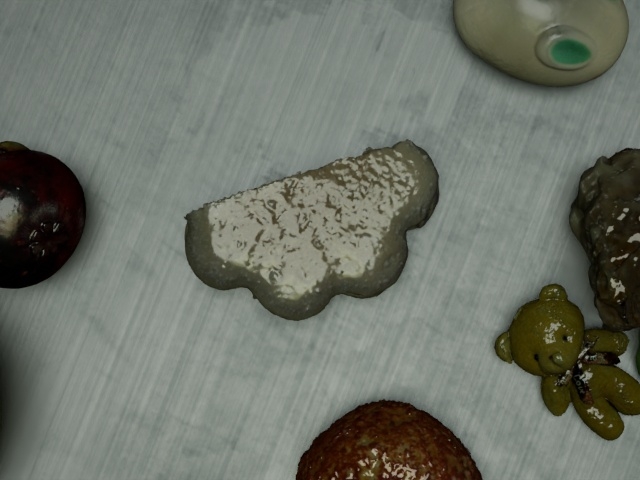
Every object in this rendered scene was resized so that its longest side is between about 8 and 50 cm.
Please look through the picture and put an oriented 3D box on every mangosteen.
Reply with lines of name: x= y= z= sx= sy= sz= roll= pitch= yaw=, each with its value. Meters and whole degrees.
mangosteen: x=-0.396 y=-0.037 z=1.390 sx=0.199 sy=0.200 sz=0.200 roll=0 pitch=86 yaw=2

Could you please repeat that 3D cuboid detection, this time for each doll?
doll: x=0.324 y=0.160 z=1.374 sx=0.209 sy=0.097 sz=0.137 roll=42 pitch=102 yaw=-2

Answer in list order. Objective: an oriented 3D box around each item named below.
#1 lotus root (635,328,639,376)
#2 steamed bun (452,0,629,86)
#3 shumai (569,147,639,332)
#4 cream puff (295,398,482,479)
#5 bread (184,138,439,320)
lotus root: x=0.510 y=0.146 z=1.345 sx=0.186 sy=0.186 sz=0.186 roll=0 pitch=86 yaw=2
steamed bun: x=0.283 y=-0.293 z=1.393 sx=0.228 sy=0.131 sz=0.177 roll=30 pitch=85 yaw=6
shumai: x=0.373 y=0.001 z=1.362 sx=0.218 sy=0.184 sz=0.185 roll=-44 pitch=48 yaw=-15
cream puff: x=0.080 y=0.317 z=1.342 sx=0.240 sy=0.164 sz=0.240 roll=0 pitch=91 yaw=4
bread: x=-0.001 y=-0.002 z=1.398 sx=0.337 sy=0.102 sz=0.183 roll=-17 pitch=88 yaw=-1
